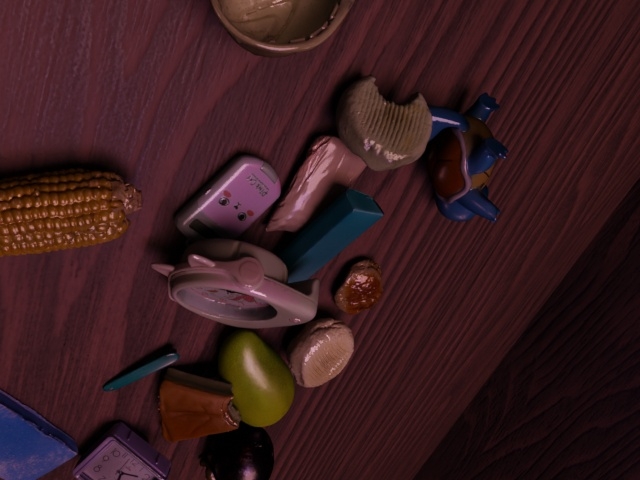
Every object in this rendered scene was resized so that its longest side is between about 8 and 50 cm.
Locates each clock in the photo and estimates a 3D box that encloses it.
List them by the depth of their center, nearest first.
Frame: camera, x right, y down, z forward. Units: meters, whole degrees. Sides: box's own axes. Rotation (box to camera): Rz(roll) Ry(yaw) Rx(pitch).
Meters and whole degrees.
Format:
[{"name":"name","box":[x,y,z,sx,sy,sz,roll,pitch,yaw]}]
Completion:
[{"name":"clock","box":[-0.180,0.091,0.935,0.324,0.264,0.109,37,53,-44]},{"name":"clock","box":[-0.497,0.578,1.124,0.144,0.073,0.193,-43,102,1]}]

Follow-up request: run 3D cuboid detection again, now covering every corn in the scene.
[{"name":"corn","box":[-0.461,-0.039,0.698,0.346,0.130,0.130,-12,129,-25]}]

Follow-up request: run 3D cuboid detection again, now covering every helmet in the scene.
[{"name":"helmet","box":[-0.063,-0.389,0.713,0.257,0.137,0.204,-42,99,-13]}]

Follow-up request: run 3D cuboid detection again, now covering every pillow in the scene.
[{"name":"pillow","box":[0.000,-0.116,1.024,0.173,0.067,0.270,14,115,-41]}]

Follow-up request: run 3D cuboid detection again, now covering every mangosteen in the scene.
[{"name":"mangosteen","box":[-0.266,0.681,1.373,0.249,0.212,0.211,-16,139,15]}]

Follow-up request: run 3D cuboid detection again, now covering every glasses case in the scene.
[{"name":"glasses case","box":[0.001,0.000,1.039,0.117,0.070,0.301,6,139,-48]}]

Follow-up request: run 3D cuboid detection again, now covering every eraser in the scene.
[{"name":"eraser","box":[-0.682,0.431,0.962,0.144,0.043,0.312,-29,135,-14]}]

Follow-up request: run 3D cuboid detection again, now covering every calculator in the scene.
[{"name":"calculator","box":[-0.193,-0.072,0.930,0.246,0.045,0.141,-43,137,1]}]

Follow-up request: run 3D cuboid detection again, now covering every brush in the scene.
[{"name":"brush","box":[-0.432,0.309,1.067,0.193,0.032,0.043,-24,140,-3]}]

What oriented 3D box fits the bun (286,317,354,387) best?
[{"name":"bun","box":[-0.011,0.315,1.306,0.220,0.134,0.221,-20,126,-29]}]

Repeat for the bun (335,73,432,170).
[{"name":"bun","box":[0.131,-0.249,0.958,0.212,0.126,0.204,42,70,-7]}]

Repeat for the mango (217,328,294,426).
[{"name":"mango","box":[-0.176,0.370,1.201,0.192,0.156,0.344,-12,127,-1]}]

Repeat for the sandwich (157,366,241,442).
[{"name":"sandwich","box":[-0.312,0.457,1.154,0.211,0.063,0.245,13,123,5]}]

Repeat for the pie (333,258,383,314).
[{"name":"pie","box":[0.113,0.144,1.307,0.163,0.079,0.194,-23,136,-14]}]

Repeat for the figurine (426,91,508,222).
[{"name":"figurine","box":[0.365,-0.201,1.123,0.242,0.298,0.416,-21,139,23]}]
